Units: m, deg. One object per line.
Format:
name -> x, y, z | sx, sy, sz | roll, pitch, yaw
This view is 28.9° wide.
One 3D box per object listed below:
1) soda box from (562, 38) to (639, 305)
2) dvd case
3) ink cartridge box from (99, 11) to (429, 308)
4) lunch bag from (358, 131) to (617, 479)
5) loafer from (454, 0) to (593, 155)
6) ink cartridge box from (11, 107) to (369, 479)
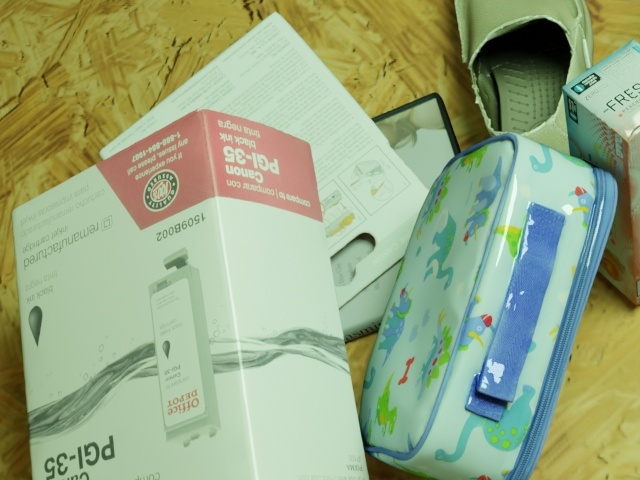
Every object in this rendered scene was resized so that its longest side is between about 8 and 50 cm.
soda box -> 0.203, -0.039, 0.804 | 0.058, 0.183, 0.063 | -34, 53, -10
dvd case -> 0.000, 0.000, 0.975 | 0.253, 0.022, 0.180 | -22, 55, 12
ink cartridge box -> -0.038, -0.039, 0.984 | 0.189, 0.066, 0.232 | -39, 74, -1
lunch bag -> 0.102, 0.049, 0.788 | 0.090, 0.176, 0.219 | 20, 79, -9
loafer -> 0.158, -0.149, 0.946 | 0.102, 0.092, 0.269 | -18, 56, 14
ink cartridge box -> -0.093, 0.085, 0.843 | 0.207, 0.117, 0.283 | -23, 66, 33
